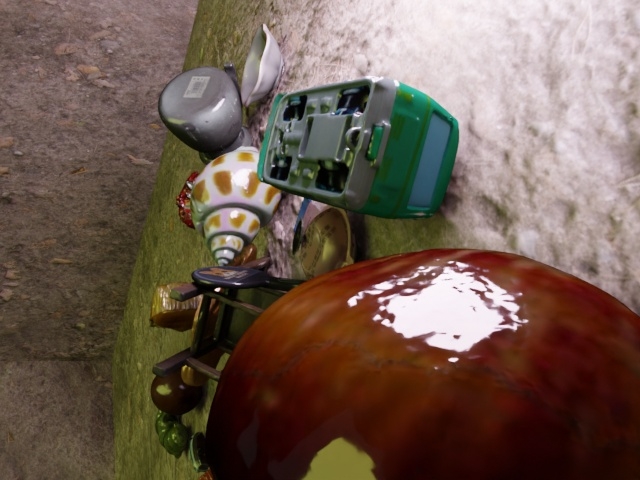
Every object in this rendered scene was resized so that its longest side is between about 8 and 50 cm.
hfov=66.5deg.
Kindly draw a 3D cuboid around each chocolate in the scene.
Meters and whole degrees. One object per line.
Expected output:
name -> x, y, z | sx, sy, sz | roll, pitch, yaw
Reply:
chocolate -> -0.466, 0.498, 1.596 | 0.177, 0.177, 0.176 | -23, 63, 57

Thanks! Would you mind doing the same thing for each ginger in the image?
ginger -> -0.540, 0.681, 1.754 | 0.290, 0.089, 0.137 | 13, 86, 63

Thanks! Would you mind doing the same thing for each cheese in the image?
cheese -> 0.000, 0.000, 0.972 | 0.286, 0.074, 0.188 | 51, 126, 57

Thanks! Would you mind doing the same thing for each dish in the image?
dish -> -0.155, -0.480, 1.369 | 0.229, 0.081, 0.229 | -171, 90, -67

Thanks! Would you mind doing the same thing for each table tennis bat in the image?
table tennis bat -> -0.137, 0.077, 0.955 | 0.150, 0.237, 0.027 | -23, -62, -73

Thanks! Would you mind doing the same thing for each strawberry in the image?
strawberry -> -0.376, -0.126, 1.585 | 0.186, 0.185, 0.201 | 63, 175, -6

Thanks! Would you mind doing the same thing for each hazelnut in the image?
hazelnut -> 0.106, 0.205, 0.456 | 0.429, 0.403, 0.401 | 0, 83, 63

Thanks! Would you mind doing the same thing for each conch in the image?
conch -> -0.209, -0.096, 1.202 | 0.368, 0.197, 0.249 | -55, 0, -36

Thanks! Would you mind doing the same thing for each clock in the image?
clock -> -0.047, -0.006, 0.993 | 0.083, 0.010, 0.074 | 130, 149, -65

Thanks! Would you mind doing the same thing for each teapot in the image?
teapot -> -0.325, -0.366, 1.456 | 0.285, 0.224, 0.305 | 66, -174, -58

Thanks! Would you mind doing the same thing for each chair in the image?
chair -> -0.122, 0.182, 1.059 | 0.241, 0.416, 0.202 | 17, 102, 16

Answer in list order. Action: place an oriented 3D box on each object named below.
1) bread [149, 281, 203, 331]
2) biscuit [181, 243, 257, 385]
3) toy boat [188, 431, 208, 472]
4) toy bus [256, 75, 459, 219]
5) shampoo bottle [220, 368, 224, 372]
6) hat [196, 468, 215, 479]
bread -> -0.502, 0.240, 1.706 | 0.250, 0.179, 0.133 | -40, 54, 50
biscuit -> -0.247, 0.172, 1.204 | 0.269, 0.051, 0.375 | 86, -156, -68
toy boat -> -0.375, 0.648, 1.489 | 0.066, 0.059, 0.140 | -52, 35, 15
toy bus -> 0.052, -0.142, 0.783 | 0.344, 0.200, 0.183 | 25, 102, 60
shampoo bottle -> -0.215, 0.481, 1.230 | 0.118, 0.076, 0.313 | -25, 62, 51
hat -> -0.271, 0.697, 1.291 | 0.162, 0.094, 0.112 | 46, 135, 33
